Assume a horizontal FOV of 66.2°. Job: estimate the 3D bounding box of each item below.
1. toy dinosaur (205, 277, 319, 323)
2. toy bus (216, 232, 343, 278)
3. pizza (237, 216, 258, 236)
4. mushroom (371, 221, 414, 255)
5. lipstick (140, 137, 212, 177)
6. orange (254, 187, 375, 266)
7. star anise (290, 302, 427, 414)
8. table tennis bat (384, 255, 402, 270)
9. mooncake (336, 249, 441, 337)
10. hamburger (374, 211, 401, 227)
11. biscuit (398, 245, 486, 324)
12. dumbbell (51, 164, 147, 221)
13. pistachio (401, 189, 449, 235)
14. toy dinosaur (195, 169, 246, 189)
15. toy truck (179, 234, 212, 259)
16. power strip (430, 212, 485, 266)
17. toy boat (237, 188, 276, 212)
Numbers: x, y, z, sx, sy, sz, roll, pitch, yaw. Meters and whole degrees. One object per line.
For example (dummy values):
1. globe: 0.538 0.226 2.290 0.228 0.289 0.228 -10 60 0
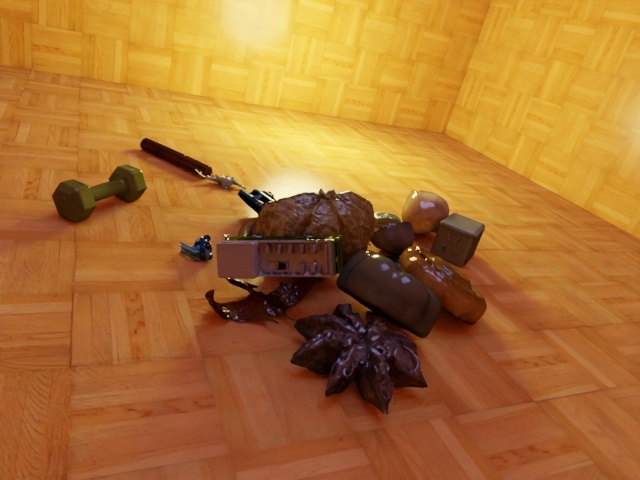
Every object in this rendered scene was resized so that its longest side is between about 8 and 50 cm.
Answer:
1. toy dinosaur: -0.132 0.127 1.234 0.327 0.112 0.206 7 26 -21
2. toy bus: -0.102 0.038 1.215 0.302 0.113 0.139 -1 8 14
3. pizza: -0.194 -0.013 1.551 0.134 0.056 0.271 9 25 6
4. mushroom: 0.260 -0.003 1.710 0.188 0.141 0.117 2 55 -56
5. lipstick: -0.594 -0.340 2.003 0.357 0.057 0.057 25 27 21
6. orange: 0.000 0.000 1.417 0.369 0.271 0.210 -5 60 -33
7. star anise: 0.088 0.245 1.105 0.332 0.117 0.331 17 22 -7
8. table tennis bat: 0.302 0.092 1.648 0.236 0.027 0.150 0 28 -24
9. mooncake: 0.177 0.131 1.257 0.275 0.135 0.275 34 -4 2
10. hamburger: 0.252 -0.083 1.949 0.121 0.054 0.084 4 28 -6
11. biscuit: 0.365 0.119 1.445 0.296 0.102 0.296 34 15 -11
12. dumbbell: -0.670 -0.151 1.509 0.121 0.108 0.302 22 26 14
13. pistachio: 0.413 -0.121 1.956 0.188 0.187 0.299 17 18 5
14. toy dinosaur: -0.390 -0.237 1.917 0.209 0.039 0.082 16 20 -24
15. toy truck: -0.354 0.023 1.397 0.090 0.056 0.073 -5 35 -11
16. power strip: 0.527 -0.014 1.852 0.139 0.140 0.224 25 27 23
17. toy boat: -0.155 -0.109 1.653 0.299 0.092 0.134 36 -6 34
